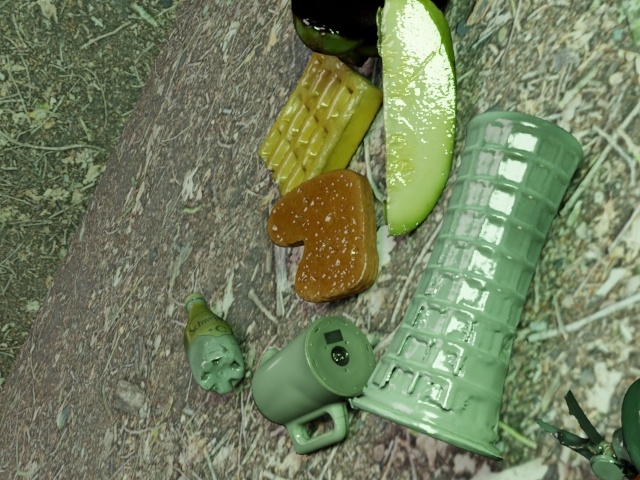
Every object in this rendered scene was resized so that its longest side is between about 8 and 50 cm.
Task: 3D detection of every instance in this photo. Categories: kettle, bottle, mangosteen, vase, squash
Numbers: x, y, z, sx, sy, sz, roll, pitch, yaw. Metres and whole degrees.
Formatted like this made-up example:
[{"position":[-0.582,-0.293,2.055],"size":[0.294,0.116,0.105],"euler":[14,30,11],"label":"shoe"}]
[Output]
[{"position":[-0.006,0.174,0.932],"size":[0.148,0.127,0.098],"euler":[-41,6,45],"label":"kettle"},{"position":[-0.188,0.155,1.256],"size":[0.083,0.083,0.269],"euler":[-62,27,10],"label":"bottle"},{"position":[0.066,-0.377,1.051],"size":[0.233,0.287,0.287],"euler":[-7,58,19],"label":"mangosteen"},{"position":[0.145,0.035,0.707],"size":[0.143,0.143,0.298],"euler":[4,72,61],"label":"vase"},{"position":[0.116,-0.148,0.914],"size":[0.169,0.093,0.252],"euler":[72,-160,-57],"label":"squash"}]

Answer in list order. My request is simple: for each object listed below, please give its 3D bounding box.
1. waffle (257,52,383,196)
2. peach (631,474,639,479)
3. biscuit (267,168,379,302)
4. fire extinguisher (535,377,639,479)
[{"position":[-0.005,-0.177,1.208],"size":[0.221,0.055,0.248],"euler":[-58,28,17],"label":"waffle"},{"position":[0.203,0.255,0.276],"size":[0.290,0.372,0.372],"euler":[-34,29,-6],"label":"peach"},{"position":[0.000,0.000,1.046],"size":[0.186,0.036,0.192],"euler":[-24,56,35],"label":"biscuit"},{"position":[0.270,0.113,0.471],"size":[0.294,0.118,0.093],"euler":[-34,8,47],"label":"fire extinguisher"}]
